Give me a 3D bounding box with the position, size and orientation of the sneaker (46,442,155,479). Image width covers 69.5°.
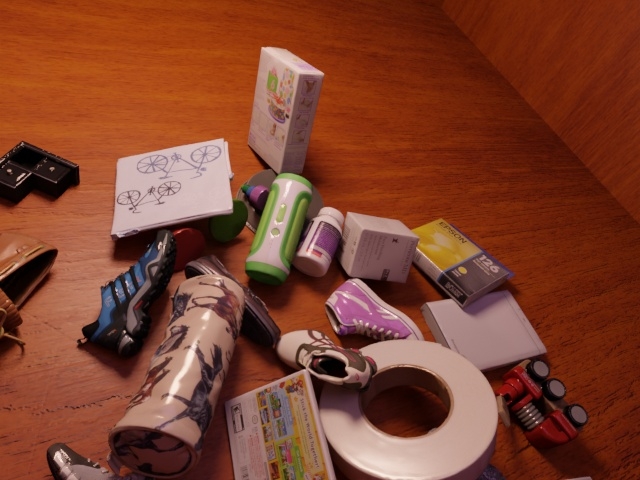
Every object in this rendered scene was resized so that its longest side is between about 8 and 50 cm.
[{"bbox_3d":[-0.386,0.439,0.850,0.228,0.086,0.132,50,44,6],"label":"sneaker"}]

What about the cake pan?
[{"bbox_3d":[-0.116,-0.116,1.450,0.293,0.054,0.293,13,49,-15],"label":"cake pan"}]

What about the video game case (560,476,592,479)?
[{"bbox_3d":[0.650,0.699,1.144,0.173,0.022,0.190,5,50,-21],"label":"video game case"}]

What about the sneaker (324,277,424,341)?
[{"bbox_3d":[0.133,0.239,1.246,0.282,0.102,0.161,36,49,21],"label":"sneaker"}]

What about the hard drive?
[{"bbox_3d":[0.502,0.276,1.413,0.353,0.047,0.233,-4,54,-27],"label":"hard drive"}]

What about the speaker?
[{"bbox_3d":[-0.112,-0.032,1.275,0.131,0.131,0.296,19,69,-9],"label":"speaker"}]

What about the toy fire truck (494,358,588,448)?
[{"bbox_3d":[0.557,0.459,1.229,0.246,0.158,0.217,-24,65,-24],"label":"toy fire truck"}]

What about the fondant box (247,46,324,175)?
[{"bbox_3d":[-0.121,-0.408,1.465,0.096,0.330,0.238,-11,41,-33],"label":"fondant box"}]

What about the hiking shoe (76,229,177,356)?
[{"bbox_3d":[-0.427,0.101,1.043,0.132,0.113,0.304,17,66,-2],"label":"hiking shoe"}]

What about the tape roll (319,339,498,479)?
[{"bbox_3d":[0.192,0.376,1.031,0.392,0.072,0.392,-8,30,4],"label":"tape roll"}]

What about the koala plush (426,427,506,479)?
[{"bbox_3d":[0.272,0.558,0.986,0.221,0.203,0.196,-38,91,-18],"label":"koala plush"}]

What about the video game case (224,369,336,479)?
[{"bbox_3d":[-0.091,0.410,0.949,0.206,0.026,0.227,-25,55,12],"label":"video game case"}]

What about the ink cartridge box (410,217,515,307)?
[{"bbox_3d":[0.461,0.050,1.538,0.307,0.072,0.303,-22,53,-33],"label":"ink cartridge box"}]

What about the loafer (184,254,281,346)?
[{"bbox_3d":[-0.206,0.139,1.163,0.302,0.109,0.095,38,43,12],"label":"loafer"}]

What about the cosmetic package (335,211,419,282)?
[{"bbox_3d":[0.164,0.020,1.365,0.184,0.151,0.151,8,19,-18],"label":"cosmetic package"}]

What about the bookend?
[{"bbox_3d":[-0.738,-0.157,1.182,0.156,0.072,0.157,24,47,-5],"label":"bookend"}]

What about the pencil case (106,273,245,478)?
[{"bbox_3d":[-0.280,0.260,0.945,0.160,0.184,0.410,57,25,-32],"label":"pencil case"}]

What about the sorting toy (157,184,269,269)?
[{"bbox_3d":[-0.306,-0.064,1.279,0.126,0.127,0.365,29,52,33],"label":"sorting toy"}]

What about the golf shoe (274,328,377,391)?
[{"bbox_3d":[-0.007,0.265,1.062,0.120,0.273,0.105,26,76,-56],"label":"golf shoe"}]

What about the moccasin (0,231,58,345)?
[{"bbox_3d":[-0.666,0.142,0.934,0.147,0.139,0.380,12,38,-4],"label":"moccasin"}]

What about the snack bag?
[{"bbox_3d":[-0.396,-0.150,1.261,0.323,0.037,0.342,-13,47,-7],"label":"snack bag"}]

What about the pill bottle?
[{"bbox_3d":[0.000,0.000,1.344,0.108,0.108,0.193,27,59,-2],"label":"pill bottle"}]
